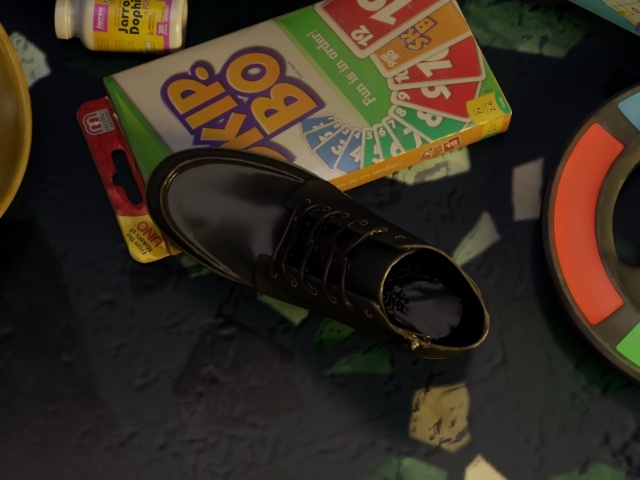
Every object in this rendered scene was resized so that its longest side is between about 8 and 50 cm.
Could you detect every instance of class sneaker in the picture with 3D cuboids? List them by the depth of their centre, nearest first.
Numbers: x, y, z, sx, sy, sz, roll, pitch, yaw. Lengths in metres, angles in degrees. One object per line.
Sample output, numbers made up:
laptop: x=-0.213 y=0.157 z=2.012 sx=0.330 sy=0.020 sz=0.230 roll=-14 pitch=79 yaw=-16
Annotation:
sneaker: x=0.000 y=0.000 z=0.935 sx=0.222 sy=0.118 sz=0.083 roll=23 pitch=86 yaw=0

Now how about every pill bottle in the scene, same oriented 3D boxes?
pill bottle: x=-0.131 y=-0.145 z=1.051 sx=0.083 sy=0.043 sz=0.043 roll=3 pitch=68 yaw=1

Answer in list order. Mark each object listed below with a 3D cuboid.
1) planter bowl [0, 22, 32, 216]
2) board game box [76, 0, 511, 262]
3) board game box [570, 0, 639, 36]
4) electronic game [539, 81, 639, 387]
planter bowl: x=-0.294 y=-0.076 z=0.976 sx=0.217 sy=0.090 sz=0.217 roll=13 pitch=67 yaw=-35
board game box: x=-0.020 y=-0.084 z=1.035 sx=0.259 sy=0.039 sz=0.124 roll=-22 pitch=70 yaw=-6
board game box: x=0.220 y=-0.298 z=1.075 sx=0.302 sy=0.086 sz=0.308 roll=29 pitch=64 yaw=11
electronic game: x=0.251 y=-0.003 z=0.997 sx=0.229 sy=0.048 sz=0.229 roll=0 pitch=69 yaw=-1
